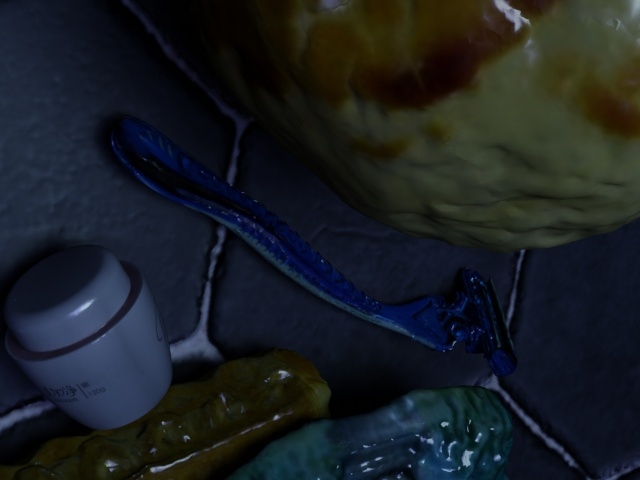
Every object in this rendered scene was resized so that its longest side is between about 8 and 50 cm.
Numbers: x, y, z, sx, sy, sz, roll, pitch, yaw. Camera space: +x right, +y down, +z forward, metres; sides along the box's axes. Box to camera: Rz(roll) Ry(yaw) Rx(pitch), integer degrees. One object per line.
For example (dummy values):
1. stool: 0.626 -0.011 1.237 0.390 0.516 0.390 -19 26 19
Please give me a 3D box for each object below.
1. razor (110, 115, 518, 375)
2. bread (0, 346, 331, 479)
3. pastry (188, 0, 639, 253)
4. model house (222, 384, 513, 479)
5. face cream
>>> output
1. razor: -0.007 0.009 0.896 0.324 0.093 0.056 27 120 -27
2. bread: -0.149 0.161 0.821 0.367 0.084 0.077 -22 154 -28
3. pastry: 0.090 -0.191 0.728 0.312 0.388 0.388 22 87 -59
4. model house: 0.061 0.262 0.837 0.261 0.241 0.226 -18 134 -26
5. face cream: -0.137 0.059 0.803 0.091 0.091 0.095 -38 123 -20
